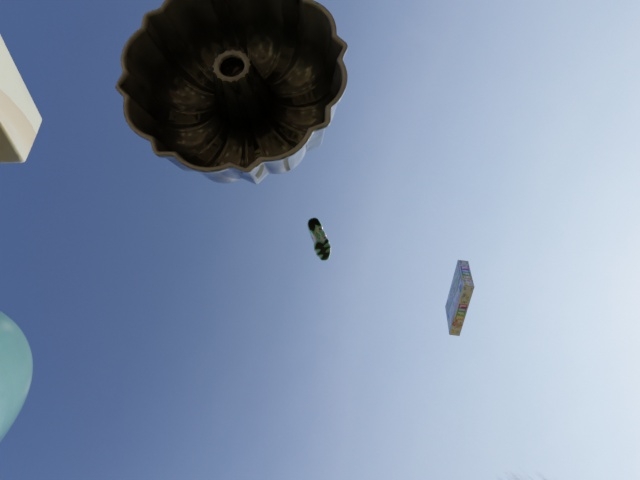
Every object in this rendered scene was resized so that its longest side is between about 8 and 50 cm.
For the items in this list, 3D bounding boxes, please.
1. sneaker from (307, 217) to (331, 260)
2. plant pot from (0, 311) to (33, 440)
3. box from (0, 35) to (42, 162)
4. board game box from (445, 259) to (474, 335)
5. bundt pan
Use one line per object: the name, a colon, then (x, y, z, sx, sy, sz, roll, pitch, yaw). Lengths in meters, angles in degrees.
sneaker: (0.000, 0.000, 0.895, 0.038, 0.069, 0.098, -15, -99, 1)
plant pot: (-0.576, 0.211, 0.580, 0.293, 0.235, 0.293, -1, -88, -15)
box: (-0.538, -0.262, 0.559, 0.148, 0.121, 0.311, -3, -36, -10)
board game box: (0.334, 0.139, 0.978, 0.026, 0.103, 0.154, 7, -57, 7)
bundt pan: (-0.121, -0.228, 0.623, 0.331, 0.124, 0.330, -1, -106, 3)
